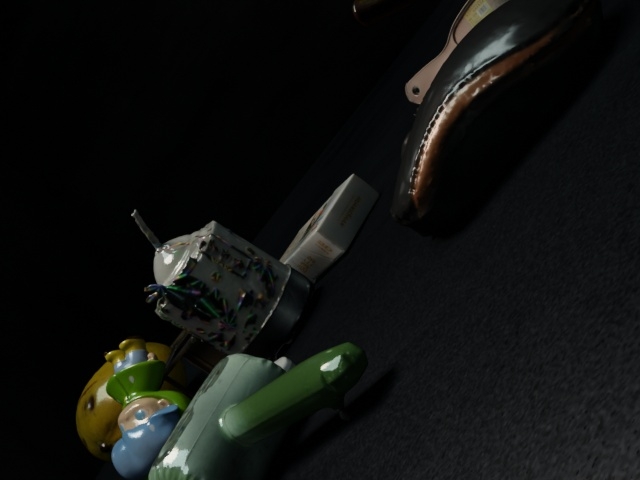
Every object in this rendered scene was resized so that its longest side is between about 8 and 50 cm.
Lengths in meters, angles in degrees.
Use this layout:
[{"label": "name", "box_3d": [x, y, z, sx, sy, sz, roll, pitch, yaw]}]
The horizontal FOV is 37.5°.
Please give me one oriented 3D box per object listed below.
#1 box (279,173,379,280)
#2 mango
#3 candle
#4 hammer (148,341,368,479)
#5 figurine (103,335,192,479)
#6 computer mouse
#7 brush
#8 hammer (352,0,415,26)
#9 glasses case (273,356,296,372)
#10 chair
[{"label": "box", "box_3d": [0.000, 0.000, 1.662, 0.233, 0.067, 0.149, -45, 13, 53]}, {"label": "mango", "box_3d": [-0.441, 0.371, 2.279, 0.301, 0.220, 0.445, -56, 3, 9]}, {"label": "candle", "box_3d": [-0.177, 0.065, 1.515, 0.187, 0.330, 0.187, -52, 15, 20]}, {"label": "hammer", "box_3d": [-0.048, 0.182, 0.991, 0.335, 0.119, 0.206, -37, 18, 47]}, {"label": "figurine", "box_3d": [-0.286, 0.290, 1.578, 0.162, 0.263, 0.143, -36, -26, 25]}, {"label": "computer mouse", "box_3d": [0.171, -0.146, 1.013, 0.323, 0.116, 0.183, -53, 2, 23]}, {"label": "brush", "box_3d": [0.255, -0.351, 1.680, 0.067, 0.072, 0.313, -26, -17, -43]}, {"label": "hammer", "box_3d": [0.232, -0.451, 1.542, 0.409, 0.095, 0.242, -30, 10, -4]}, {"label": "glasses case", "box_3d": [-0.094, 0.237, 1.222, 0.197, 0.049, 0.076, -55, 7, -2]}, {"label": "chair", "box_3d": [-0.187, 0.192, 1.747, 0.154, 0.141, 0.260, -51, 10, 23]}]
